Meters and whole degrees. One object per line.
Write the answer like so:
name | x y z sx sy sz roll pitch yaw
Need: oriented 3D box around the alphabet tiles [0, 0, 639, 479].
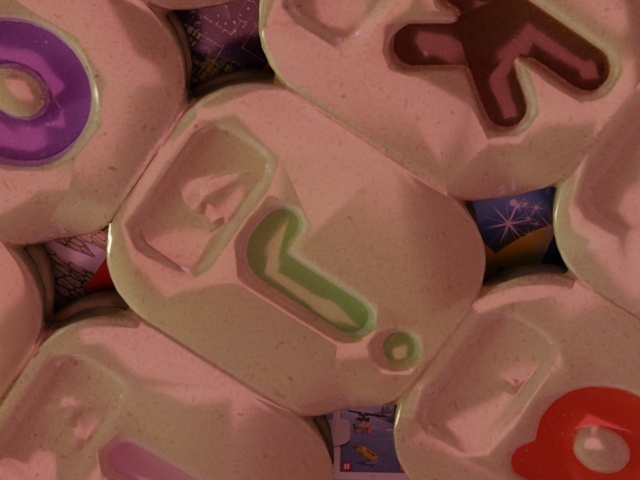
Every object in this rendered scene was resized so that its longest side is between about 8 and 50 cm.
alphabet tiles | -0.003 -0.061 0.328 0.278 0.021 0.284 31 107 -10

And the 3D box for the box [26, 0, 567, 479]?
box | 0.000 0.000 0.387 0.233 0.044 0.159 32 108 -11
